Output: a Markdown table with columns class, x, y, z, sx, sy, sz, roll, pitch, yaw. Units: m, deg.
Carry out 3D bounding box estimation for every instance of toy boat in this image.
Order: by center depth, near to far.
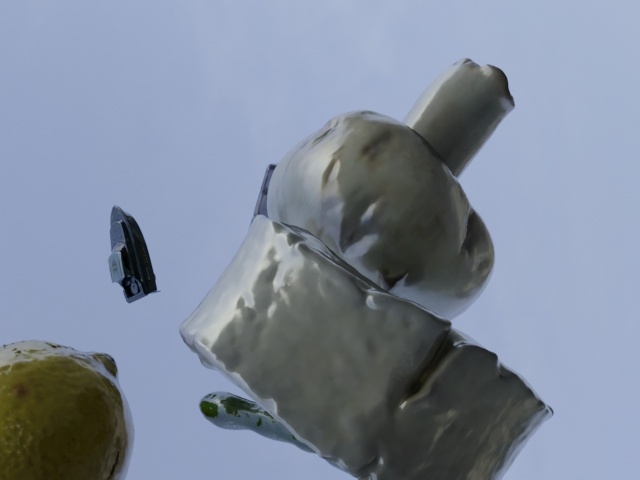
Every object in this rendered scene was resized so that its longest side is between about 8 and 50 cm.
| class | x | y | z | sx | sy | sz | roll | pitch | yaw |
| --- | --- | --- | --- | --- | --- | --- | --- | --- | --- |
| toy boat | -0.275 | 0.016 | 1.458 | 0.060 | 0.055 | 0.141 | -9 | -100 | -43 |

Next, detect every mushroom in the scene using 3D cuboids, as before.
| class | x | y | z | sx | sy | sz | roll | pitch | yaw |
| --- | --- | --- | --- | --- | --- | --- | --- | --- | --- |
| mushroom | 0.111 | -0.063 | 1.247 | 0.314 | 0.314 | 0.336 | 45 | -100 | -18 |

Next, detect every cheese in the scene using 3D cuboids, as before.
| class | x | y | z | sx | sy | sz | roll | pitch | yaw |
| --- | --- | --- | --- | --- | --- | --- | --- | --- | --- |
| cheese | 0.042 | 0.118 | 0.937 | 0.153 | 0.292 | 0.332 | -58 | -38 | -2 |

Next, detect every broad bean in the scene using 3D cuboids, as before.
| class | x | y | z | sx | sy | sz | roll | pitch | yaw |
| --- | --- | --- | --- | --- | --- | --- | --- | --- | --- |
| broad bean | -0.036 | 0.218 | 1.157 | 0.052 | 0.256 | 0.052 | -37 | -48 | -44 |

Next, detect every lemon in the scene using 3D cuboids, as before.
| class | x | y | z | sx | sy | sz | roll | pitch | yaw |
| --- | --- | --- | --- | --- | --- | --- | --- | --- | --- |
| lemon | -0.358 | 0.257 | 1.239 | 0.258 | 0.258 | 0.310 | 43 | -116 | -20 |

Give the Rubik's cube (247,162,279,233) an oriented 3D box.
| class | x | y | z | sx | sy | sz | roll | pitch | yaw |
| --- | --- | --- | --- | --- | --- | --- | --- | --- | --- |
| Rubik's cube | 0.000 | 0.000 | 1.795 | 0.236 | 0.238 | 0.237 | 17 | -171 | 6 |
